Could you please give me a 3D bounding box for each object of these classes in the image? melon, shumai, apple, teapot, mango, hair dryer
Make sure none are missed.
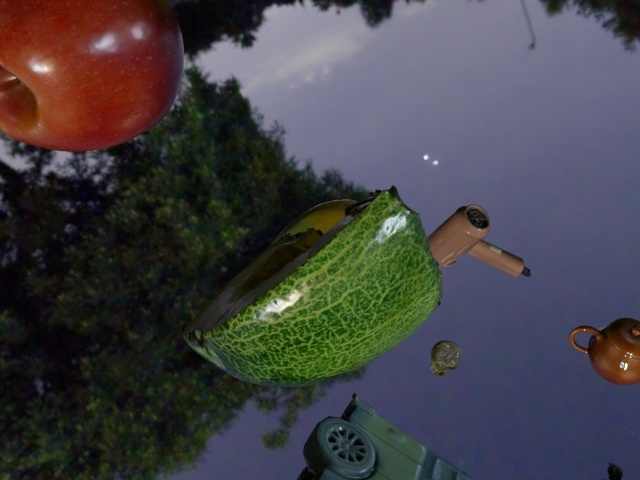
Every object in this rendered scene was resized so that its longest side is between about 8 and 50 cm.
[{"bbox_3d":[-0.011,0.069,0.564,0.169,0.129,0.265,-40,-172,-20],"label":"melon"},{"bbox_3d":[0.290,0.284,1.603,0.083,0.082,0.080,-40,-177,-28],"label":"shumai"},{"bbox_3d":[-0.265,-0.205,0.716,0.218,0.218,0.201,-5,-145,38],"label":"apple"},{"bbox_3d":[0.508,0.176,1.113,0.173,0.116,0.116,13,-146,10],"label":"teapot"},{"bbox_3d":[0.000,0.000,1.054,0.195,0.092,0.130,-20,151,-40],"label":"mango"},{"bbox_3d":[0.274,0.015,1.088,0.117,0.182,0.064,-49,-158,51],"label":"hair dryer"}]

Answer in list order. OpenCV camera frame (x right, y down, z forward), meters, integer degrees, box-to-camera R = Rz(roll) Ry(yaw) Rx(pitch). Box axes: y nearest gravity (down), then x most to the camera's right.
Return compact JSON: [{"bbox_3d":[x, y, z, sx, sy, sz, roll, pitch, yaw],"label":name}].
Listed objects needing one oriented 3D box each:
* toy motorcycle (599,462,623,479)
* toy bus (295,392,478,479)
[{"bbox_3d":[0.426,0.487,0.993,0.125,0.196,0.331,2,-164,27],"label":"toy motorcycle"},{"bbox_3d":[0.019,0.280,0.480,0.152,0.190,0.312,-61,173,26],"label":"toy bus"}]
